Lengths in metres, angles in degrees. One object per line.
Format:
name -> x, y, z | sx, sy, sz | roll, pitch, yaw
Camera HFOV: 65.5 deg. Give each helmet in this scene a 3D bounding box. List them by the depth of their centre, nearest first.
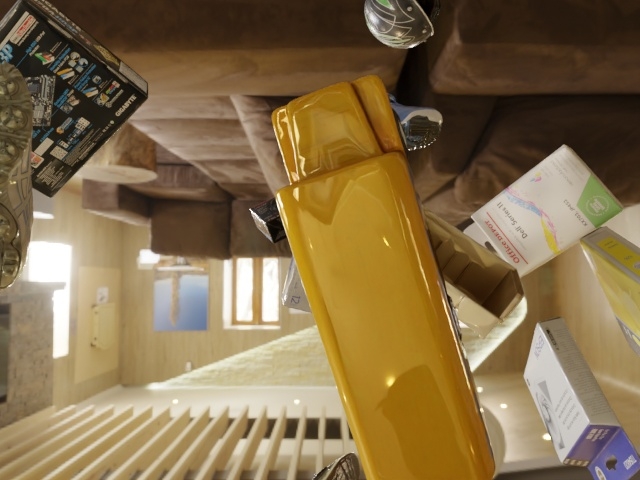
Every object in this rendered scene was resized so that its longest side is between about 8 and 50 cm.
helmet -> 0.180, -0.510, 1.101 | 0.170, 0.161, 0.169 | 22, 174, 2

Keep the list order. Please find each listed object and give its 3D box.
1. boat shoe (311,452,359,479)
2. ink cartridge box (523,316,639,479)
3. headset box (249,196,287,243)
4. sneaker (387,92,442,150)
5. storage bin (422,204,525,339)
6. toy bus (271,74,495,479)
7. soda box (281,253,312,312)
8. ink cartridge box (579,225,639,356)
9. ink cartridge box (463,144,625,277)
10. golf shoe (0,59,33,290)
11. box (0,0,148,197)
boat shoe -> 0.011, 0.371, 0.760 | 0.049, 0.056, 0.152 | -19, 174, 30
ink cartridge box -> 0.393, 0.268, 0.780 | 0.046, 0.223, 0.223 | -16, 140, 3
headset box -> -0.050, -0.033, 0.641 | 0.062, 0.032, 0.083 | -25, -153, -13
sneaker -> 0.076, -0.163, 0.658 | 0.080, 0.081, 0.211 | 10, -178, -34
storage bin -> 0.271, 0.055, 1.046 | 0.262, 0.123, 0.260 | 36, -163, 9
toy bus -> 0.049, 0.032, 0.428 | 0.108, 0.332, 0.130 | -16, -174, 15
soda box -> 0.000, 0.000, 1.008 | 0.091, 0.285, 0.098 | 15, 179, -7
ink cartridge box -> 0.588, 0.158, 0.830 | 0.072, 0.303, 0.307 | -30, -158, 12
ink cartridge box -> 0.540, -0.048, 1.267 | 0.353, 0.207, 0.119 | -43, 162, 29
golf shoe -> -0.255, -0.046, 0.383 | 0.069, 0.176, 0.086 | 3, 172, -17
box -> -0.369, -0.181, 0.658 | 0.220, 0.051, 0.175 | -40, 130, 15
